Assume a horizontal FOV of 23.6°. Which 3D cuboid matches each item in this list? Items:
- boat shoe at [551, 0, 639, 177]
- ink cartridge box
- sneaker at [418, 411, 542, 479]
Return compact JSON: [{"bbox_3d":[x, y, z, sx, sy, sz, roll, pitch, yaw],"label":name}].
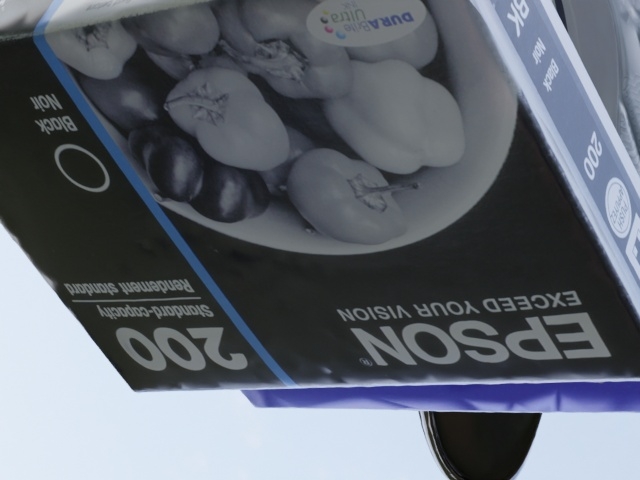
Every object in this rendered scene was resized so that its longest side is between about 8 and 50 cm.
[{"bbox_3d":[0.165,-0.083,0.823,0.094,0.109,0.302,153,-72,-66],"label":"boat shoe"},{"bbox_3d":[0.000,0.000,0.460,0.206,0.045,0.208,-5,-46,38],"label":"ink cartridge box"},{"bbox_3d":[0.094,0.057,0.883,0.083,0.118,0.222,3,-76,5],"label":"sneaker"}]
